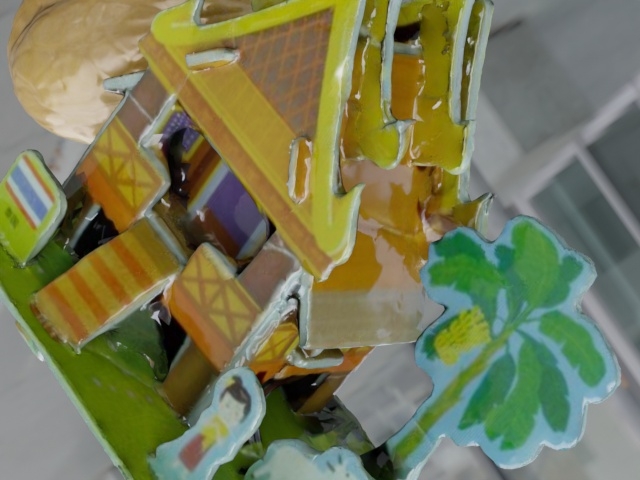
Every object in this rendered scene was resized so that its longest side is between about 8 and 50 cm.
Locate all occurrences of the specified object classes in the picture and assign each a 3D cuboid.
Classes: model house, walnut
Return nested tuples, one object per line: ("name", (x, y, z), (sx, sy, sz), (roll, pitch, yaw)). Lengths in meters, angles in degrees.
("model house", (0.000, 0.000, 0.999), (0.242, 0.357, 0.313), (0, 136, -49))
("walnut", (-0.130, -0.144, 1.226), (0.207, 0.159, 0.159), (-18, 171, 8))
